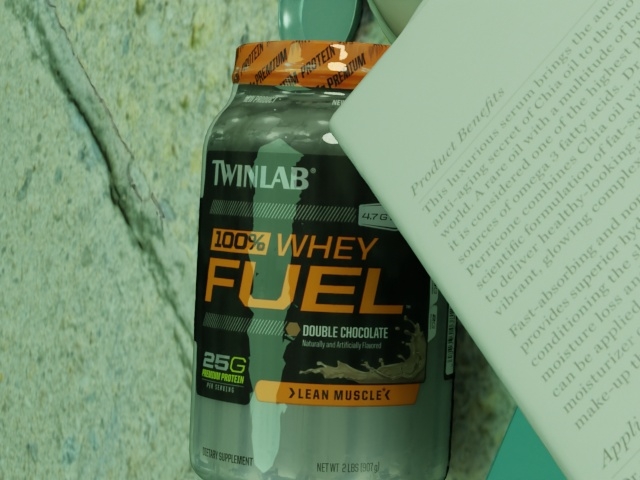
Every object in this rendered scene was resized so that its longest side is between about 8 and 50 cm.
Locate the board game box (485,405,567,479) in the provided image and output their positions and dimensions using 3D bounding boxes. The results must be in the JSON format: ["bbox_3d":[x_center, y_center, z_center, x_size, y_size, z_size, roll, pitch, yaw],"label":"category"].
[{"bbox_3d":[0.250,0.082,0.867,0.254,0.079,0.336,19,84,51],"label":"board game box"}]

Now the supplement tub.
[{"bbox_3d":[0.006,0.022,1.139,0.207,0.207,0.338,4,92,51],"label":"supplement tub"}]

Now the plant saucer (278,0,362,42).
[{"bbox_3d":[0.004,-0.211,1.322,0.119,0.021,0.119,-8,80,53],"label":"plant saucer"}]

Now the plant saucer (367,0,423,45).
[{"bbox_3d":[0.129,-0.310,1.118,0.400,0.100,0.400,-6,82,51],"label":"plant saucer"}]

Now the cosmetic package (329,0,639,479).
[{"bbox_3d":[0.203,0.004,0.771,0.230,0.161,0.453,-49,41,17],"label":"cosmetic package"}]
